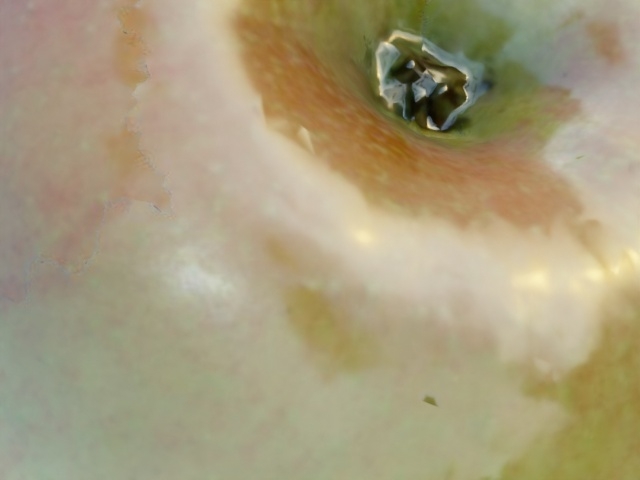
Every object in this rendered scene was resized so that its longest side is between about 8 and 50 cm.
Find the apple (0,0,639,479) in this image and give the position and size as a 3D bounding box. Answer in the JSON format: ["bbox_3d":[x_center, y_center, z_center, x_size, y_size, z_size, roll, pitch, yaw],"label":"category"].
[{"bbox_3d":[0.000,0.000,0.559,0.277,0.319,0.319,-29,63,60],"label":"apple"}]
